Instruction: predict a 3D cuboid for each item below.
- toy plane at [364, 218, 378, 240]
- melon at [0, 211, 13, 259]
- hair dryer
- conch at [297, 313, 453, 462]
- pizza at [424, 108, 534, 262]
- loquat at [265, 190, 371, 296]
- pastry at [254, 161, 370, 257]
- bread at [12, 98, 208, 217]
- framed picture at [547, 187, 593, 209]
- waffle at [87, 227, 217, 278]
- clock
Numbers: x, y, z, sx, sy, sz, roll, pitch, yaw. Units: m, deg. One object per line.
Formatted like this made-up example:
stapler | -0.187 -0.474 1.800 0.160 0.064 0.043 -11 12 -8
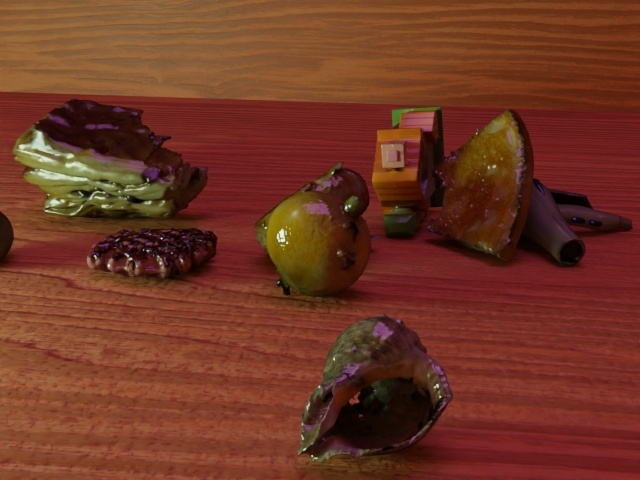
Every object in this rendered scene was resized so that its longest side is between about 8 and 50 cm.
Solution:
toy plane | 0.040 -0.022 1.739 0.078 0.053 0.197 -23 27 -36
melon | -0.584 -0.009 1.565 0.099 0.099 0.162 -2 16 -12
hair dryer | 0.481 -0.026 1.731 0.298 0.119 0.296 15 24 1
conch | 0.059 0.167 0.980 0.155 0.130 0.207 -1 26 43
pizza | 0.312 -0.089 1.723 0.223 0.323 0.089 -16 -37 41
loquat | 0.000 0.000 1.421 0.204 0.172 0.149 -42 -1 34
pastry | -0.011 -0.048 1.600 0.218 0.100 0.229 -33 -2 14
bread | -0.418 -0.149 1.871 0.370 0.192 0.314 13 26 5
framed picture | 0.506 -0.084 1.925 0.149 0.011 0.109 13 -15 34
waffle | -0.291 0.020 1.567 0.221 0.055 0.234 0 12 3
clock | 0.183 -0.142 1.831 0.106 0.220 0.255 -1 17 16
